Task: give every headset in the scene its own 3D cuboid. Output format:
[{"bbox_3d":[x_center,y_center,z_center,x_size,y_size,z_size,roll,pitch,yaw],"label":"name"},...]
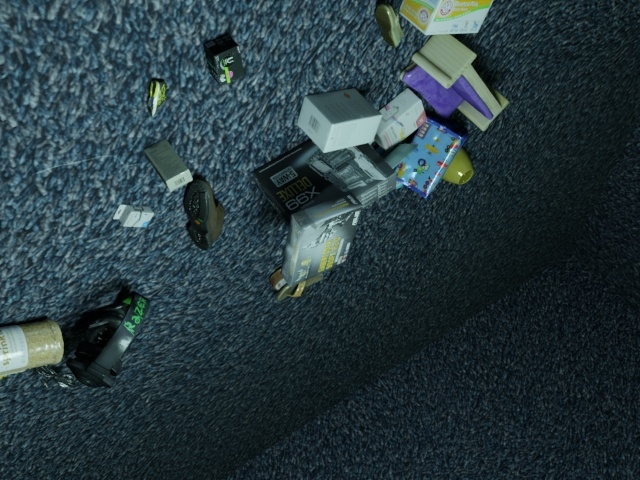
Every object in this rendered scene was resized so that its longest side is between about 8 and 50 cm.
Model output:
[{"bbox_3d":[-0.598,0.274,1.763,0.185,0.243,0.394,35,122,-18],"label":"headset"}]

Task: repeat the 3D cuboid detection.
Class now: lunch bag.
[{"bbox_3d":[0.375,-0.277,2.176,0.221,0.138,0.293,-62,165,20],"label":"lunch bag"}]

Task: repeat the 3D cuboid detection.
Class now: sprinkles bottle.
[{"bbox_3d":[-0.805,0.273,1.595,0.355,0.121,0.121,-8,138,-44],"label":"sprinkles bottle"}]

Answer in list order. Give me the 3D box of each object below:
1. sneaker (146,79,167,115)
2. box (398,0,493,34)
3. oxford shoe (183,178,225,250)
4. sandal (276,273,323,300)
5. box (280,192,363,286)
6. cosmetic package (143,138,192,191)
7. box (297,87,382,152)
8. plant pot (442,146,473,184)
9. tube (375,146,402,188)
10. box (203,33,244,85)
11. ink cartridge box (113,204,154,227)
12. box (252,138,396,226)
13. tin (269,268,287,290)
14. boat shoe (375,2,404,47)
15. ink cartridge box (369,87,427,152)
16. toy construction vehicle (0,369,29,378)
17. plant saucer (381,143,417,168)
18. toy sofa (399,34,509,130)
[{"bbox_3d":[-0.342,-0.299,1.418,0.035,0.031,0.083,-15,142,-38],"label":"sneaker"},{"bbox_3d":[0.316,-0.590,1.681,0.203,0.114,0.103,-14,142,-35],"label":"box"},{"bbox_3d":[-0.296,-0.083,1.745,0.096,0.083,0.227,-47,158,-36],"label":"oxford shoe"},{"bbox_3d":[-0.064,0.160,2.269,0.180,0.049,0.072,-24,155,-14],"label":"sandal"},{"bbox_3d":[0.000,0.000,1.705,0.183,0.056,0.231,-22,147,-29],"label":"box"},{"bbox_3d":[-0.343,-0.170,1.511,0.060,0.115,0.041,-30,151,-14],"label":"cosmetic package"},{"bbox_3d":[0.050,-0.314,1.744,0.171,0.130,0.091,-17,143,-34],"label":"box"},{"bbox_3d":[0.481,-0.252,2.358,0.134,0.095,0.134,-29,149,-19],"label":"plant pot"},{"bbox_3d":[0.217,-0.238,2.130,0.080,0.052,0.207,-44,146,-6],"label":"tube"},{"bbox_3d":[-0.206,-0.385,1.435,0.062,0.052,0.083,-30,148,-16],"label":"box"},{"bbox_3d":[-0.453,-0.059,1.628,0.083,0.028,0.048,2,131,-49],"label":"ink cartridge box"},{"bbox_3d":[0.010,-0.161,1.799,0.307,0.242,0.076,-31,150,-13],"label":"box"},{"bbox_3d":[-0.081,0.109,2.257,0.190,0.040,0.106,-25,151,-13],"label":"tin"},{"bbox_3d":[0.175,-0.539,1.658,0.048,0.056,0.153,-48,153,-4],"label":"boat shoe"},{"bbox_3d":[0.208,-0.335,1.959,0.198,0.067,0.115,-39,152,1],"label":"ink cartridge box"},{"bbox_3d":[-0.813,0.327,1.757,0.098,0.035,0.086,-21,157,-25],"label":"toy construction vehicle"},{"bbox_3d":[0.202,-0.236,1.997,0.195,0.037,0.195,-39,-174,5],"label":"plant saucer"},{"bbox_3d":[0.394,-0.438,1.946,0.177,0.150,0.362,-48,150,12],"label":"toy sofa"}]
